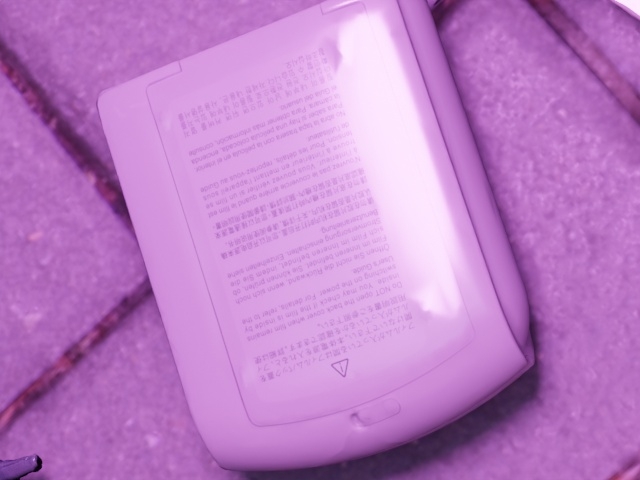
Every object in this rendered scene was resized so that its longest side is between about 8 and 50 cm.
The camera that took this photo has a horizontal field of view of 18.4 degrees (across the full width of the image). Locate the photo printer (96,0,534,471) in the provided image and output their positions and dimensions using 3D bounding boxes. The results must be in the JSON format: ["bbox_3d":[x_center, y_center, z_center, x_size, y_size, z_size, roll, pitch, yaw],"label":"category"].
[{"bbox_3d":[0.000,0.000,1.387,0.256,0.107,0.307,-21,80,14],"label":"photo printer"}]

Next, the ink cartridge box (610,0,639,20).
[{"bbox_3d":[0.249,-0.304,1.363,0.261,0.066,0.296,37,96,16],"label":"ink cartridge box"}]

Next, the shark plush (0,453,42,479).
[{"bbox_3d":[-0.284,0.189,1.476,0.161,0.067,0.073,0,85,17],"label":"shark plush"}]
